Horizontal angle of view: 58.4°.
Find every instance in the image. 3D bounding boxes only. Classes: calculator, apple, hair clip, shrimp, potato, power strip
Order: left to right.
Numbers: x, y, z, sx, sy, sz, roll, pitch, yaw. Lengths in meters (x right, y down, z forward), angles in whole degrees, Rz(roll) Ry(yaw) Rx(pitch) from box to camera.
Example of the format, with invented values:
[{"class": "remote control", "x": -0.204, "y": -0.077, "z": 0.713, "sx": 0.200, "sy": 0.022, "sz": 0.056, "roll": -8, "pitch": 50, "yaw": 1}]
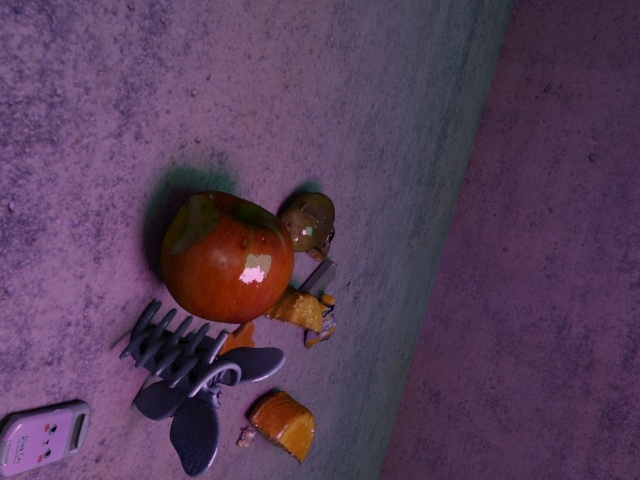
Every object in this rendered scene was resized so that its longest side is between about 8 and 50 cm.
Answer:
[{"class": "calculator", "x": -0.626, "y": 0.446, "z": 1.306, "sx": 0.246, "sy": 0.045, "sz": 0.141, "roll": 9, "pitch": 99, "yaw": -62}, {"class": "hair clip", "x": -0.333, "y": 0.329, "z": 1.469, "sx": 0.392, "sy": 0.318, "sz": 0.238, "roll": -51, "pitch": 144, "yaw": -29}, {"class": "apple", "x": -0.240, "y": 0.050, "z": 1.460, "sx": 0.339, "sy": 0.339, "sz": 0.340, "roll": -37, "pitch": 136, "yaw": -46}, {"class": "potato", "x": -0.042, "y": -0.062, "z": 1.924, "sx": 0.228, "sy": 0.148, "sz": 0.197, "roll": -12, "pitch": 102, "yaw": -55}, {"class": "power strip", "x": -0.006, "y": 0.191, "z": 2.217, "sx": 0.216, "sy": 0.061, "sz": 0.145, "roll": -48, "pitch": 148, "yaw": -35}, {"class": "shrimp", "x": 0.000, "y": 0.000, "z": 2.128, "sx": 0.219, "sy": 0.046, "sz": 0.152, "roll": 27, "pitch": 83, "yaw": -65}]

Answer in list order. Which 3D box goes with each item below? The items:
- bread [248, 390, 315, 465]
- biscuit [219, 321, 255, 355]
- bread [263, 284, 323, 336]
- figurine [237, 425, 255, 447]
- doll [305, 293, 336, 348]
[{"class": "bread", "x": -0.126, "y": 0.682, "z": 2.146, "sx": 0.179, "sy": 0.194, "sz": 0.340, "roll": -51, "pitch": 142, "yaw": -21}, {"class": "biscuit", "x": -0.295, "y": 0.356, "z": 1.836, "sx": 0.250, "sy": 0.036, "sz": 0.165, "roll": -36, "pitch": 135, "yaw": -52}, {"class": "bread", "x": -0.089, "y": 0.234, "z": 2.002, "sx": 0.260, "sy": 0.160, "sz": 0.147, "roll": 34, "pitch": 70, "yaw": -54}, {"class": "figurine", "x": -0.275, "y": 0.717, "z": 2.077, "sx": 0.050, "sy": 0.047, "sz": 0.083, "roll": 9, "pitch": 106, "yaw": -46}, {"class": "doll", "x": 0.009, "y": 0.316, "z": 2.240, "sx": 0.316, "sy": 0.103, "sz": 0.145, "roll": 93, "pitch": 15, "yaw": -53}]
